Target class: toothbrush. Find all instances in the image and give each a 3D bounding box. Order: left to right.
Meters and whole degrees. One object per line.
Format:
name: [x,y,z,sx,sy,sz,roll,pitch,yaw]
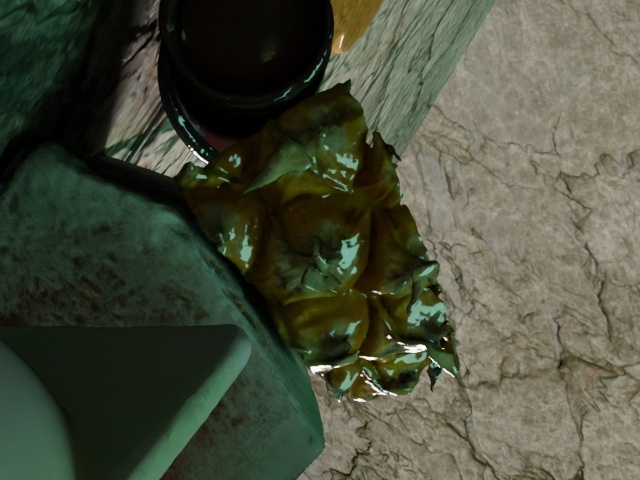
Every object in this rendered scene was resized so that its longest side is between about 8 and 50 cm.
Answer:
toothbrush: [-0.131,-0.055,1.153,0.097,0.008,0.006,-57,-172,1]

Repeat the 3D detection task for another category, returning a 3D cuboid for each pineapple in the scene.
pineapple: [0.000,0.000,0.982,0.114,0.186,0.236,-26,135,0]

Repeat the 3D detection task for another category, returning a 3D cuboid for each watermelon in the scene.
watermelon: [-0.125,0.055,0.933,0.320,0.289,0.213,-38,138,-33]

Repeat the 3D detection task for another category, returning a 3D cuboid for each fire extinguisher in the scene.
fire extinguisher: [-0.047,-0.121,1.047,0.341,0.105,0.141,138,-35,-86]

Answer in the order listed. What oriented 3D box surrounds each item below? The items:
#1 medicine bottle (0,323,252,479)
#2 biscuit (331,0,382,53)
medicine bottle: [-0.206,0.148,0.537,0.406,0.236,0.235,-51,172,-44]
biscuit: [0.042,-0.243,1.360,0.339,0.047,0.216,-51,170,-23]
